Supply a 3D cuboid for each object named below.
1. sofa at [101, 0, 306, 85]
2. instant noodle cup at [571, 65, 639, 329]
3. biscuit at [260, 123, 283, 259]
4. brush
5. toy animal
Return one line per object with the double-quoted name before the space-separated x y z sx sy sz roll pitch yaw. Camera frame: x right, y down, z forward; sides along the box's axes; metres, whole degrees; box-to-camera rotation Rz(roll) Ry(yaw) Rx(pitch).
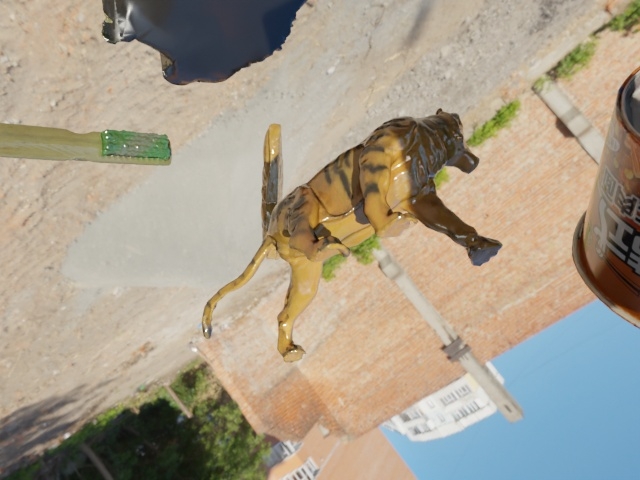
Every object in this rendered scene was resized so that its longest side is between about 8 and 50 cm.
"sofa" -0.134 -0.341 0.555 0.258 0.200 0.182 -32 155 32
"instant noodle cup" 0.372 -0.050 0.416 0.250 0.250 0.192 -37 134 -10
"biscuit" -0.072 -0.065 0.699 0.035 0.163 0.250 1 134 -6
"brush" -0.378 -0.156 0.750 0.282 0.054 0.048 -4 172 -38
"toy animal" -0.003 -0.004 0.331 0.255 0.116 0.114 -30 142 14
